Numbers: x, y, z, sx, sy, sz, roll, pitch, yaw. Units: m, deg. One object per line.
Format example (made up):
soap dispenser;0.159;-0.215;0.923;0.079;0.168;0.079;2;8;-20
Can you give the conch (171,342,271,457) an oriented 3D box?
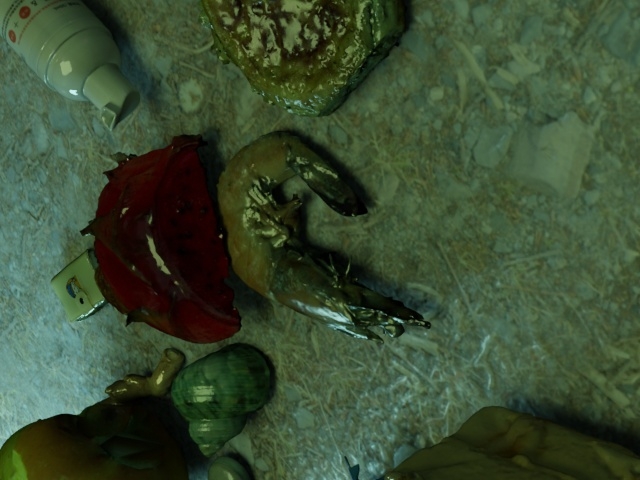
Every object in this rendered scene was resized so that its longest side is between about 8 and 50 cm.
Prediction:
conch;-0.176;0.273;1.810;0.175;0.122;0.188;12;121;11

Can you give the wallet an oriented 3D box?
wallet;-0.460;0.091;2.045;0.155;0.039;0.110;-32;82;44

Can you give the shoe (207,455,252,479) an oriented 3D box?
shoe;-0.173;0.520;1.921;0.103;0.100;0.251;7;114;41

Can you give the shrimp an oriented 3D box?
shrimp;0.000;0.000;1.577;0.445;0.085;0.272;33;121;33

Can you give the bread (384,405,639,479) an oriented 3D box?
bread;0.293;0.443;1.348;0.390;0.279;0.371;12;117;38

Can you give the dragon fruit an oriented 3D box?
dragon fruit;-0.282;0.019;1.708;0.282;0.100;0.344;-13;93;33

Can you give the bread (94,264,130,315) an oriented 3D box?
bread;-0.327;0.042;1.860;0.132;0.103;0.172;46;132;18

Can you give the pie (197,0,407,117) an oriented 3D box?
pie;-0.037;-0.328;1.453;0.288;0.103;0.354;52;131;5

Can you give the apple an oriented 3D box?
apple;-0.436;0.459;1.953;0.384;0.374;0.374;33;127;13

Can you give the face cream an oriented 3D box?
face cream;-0.425;-0.323;1.771;0.370;0.145;0.145;47;131;17

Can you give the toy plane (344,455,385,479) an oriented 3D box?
toy plane;0.088;0.464;1.592;0.271;0.105;0.254;-107;-2;-51

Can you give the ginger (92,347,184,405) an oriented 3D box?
ginger;-0.354;0.284;2.006;0.089;0.075;0.288;30;137;-24
